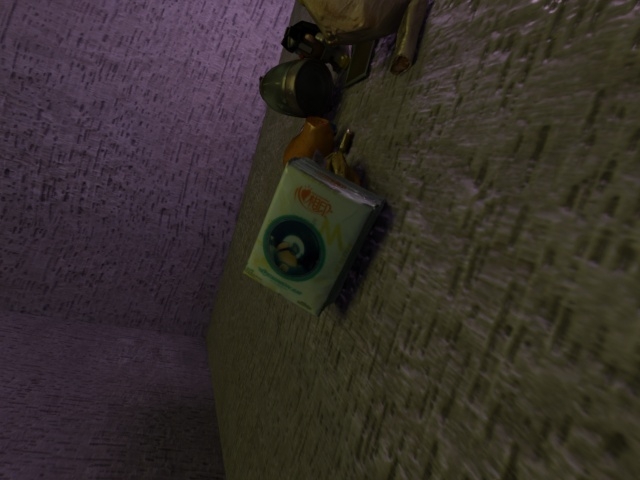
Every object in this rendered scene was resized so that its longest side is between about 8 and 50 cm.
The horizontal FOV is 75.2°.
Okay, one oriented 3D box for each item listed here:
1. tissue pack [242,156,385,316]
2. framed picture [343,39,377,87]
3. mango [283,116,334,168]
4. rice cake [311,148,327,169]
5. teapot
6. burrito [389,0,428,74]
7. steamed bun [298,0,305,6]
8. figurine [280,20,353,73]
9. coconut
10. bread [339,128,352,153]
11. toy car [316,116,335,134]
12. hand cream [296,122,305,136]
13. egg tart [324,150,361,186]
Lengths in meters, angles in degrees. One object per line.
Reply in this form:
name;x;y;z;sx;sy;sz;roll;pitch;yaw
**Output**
tissue pack;-0.026;-0.008;1.218;0.388;0.287;0.162;-66;-11;24
framed picture;0.166;-0.729;1.577;0.217;0.017;0.274;-154;79;-68
mango;-0.045;-0.344;1.658;0.144;0.187;0.359;-35;-3;-34
rice cake;-0.060;-0.155;1.434;0.072;0.056;0.365;-86;19;-45
teapot;-0.105;-0.636;1.814;0.312;0.315;0.233;19;81;41
burrito;0.256;-0.601;1.201;0.087;0.060;0.226;-137;61;-72
steamed bun;0.061;-1.004;1.529;0.334;0.374;0.334;11;-90;-71
figurine;-0.015;-0.808;1.726;0.308;0.308;0.143;-8;65;68
coconut;0.115;-0.780;1.281;0.346;0.346;0.360;-109;33;-55
bread;0.092;-0.358;1.508;0.049;0.034;0.088;-145;74;-83
toy car;-0.011;-0.443;1.739;0.191;0.097;0.100;-42;33;55
hand cream;-0.114;-0.444;2.065;0.121;0.076;0.336;-41;33;48
egg tart;0.044;-0.161;1.390;0.288;0.118;0.288;-168;90;-69
